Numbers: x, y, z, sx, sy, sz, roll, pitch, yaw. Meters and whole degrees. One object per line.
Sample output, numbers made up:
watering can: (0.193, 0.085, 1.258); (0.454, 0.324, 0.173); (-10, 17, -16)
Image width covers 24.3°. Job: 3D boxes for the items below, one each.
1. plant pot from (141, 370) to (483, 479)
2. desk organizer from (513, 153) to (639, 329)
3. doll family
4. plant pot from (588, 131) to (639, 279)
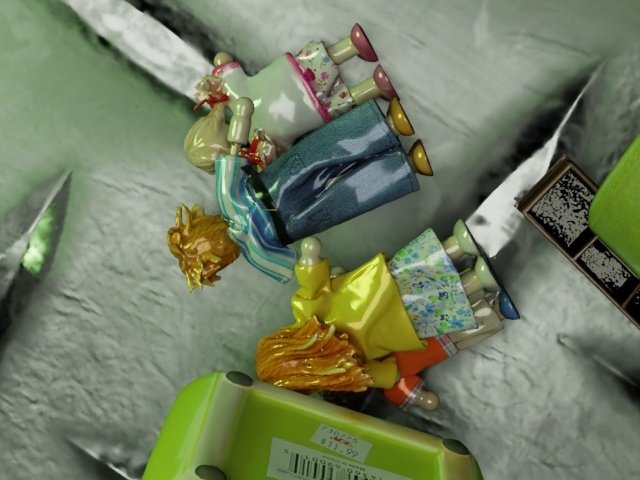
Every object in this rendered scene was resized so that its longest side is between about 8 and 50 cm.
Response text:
plant pot: (-0.020, 0.212, 0.827); (0.228, 0.227, 0.207); (18, 108, -1)
desk organizer: (0.182, 0.010, 0.916); (0.130, 0.050, 0.047); (44, 98, -1)
doll family: (0.000, 0.000, 0.896); (0.163, 0.118, 0.263); (-29, 93, 8)
plant pot: (0.345, 0.013, 0.776); (0.353, 0.366, 0.366); (43, 98, 11)
